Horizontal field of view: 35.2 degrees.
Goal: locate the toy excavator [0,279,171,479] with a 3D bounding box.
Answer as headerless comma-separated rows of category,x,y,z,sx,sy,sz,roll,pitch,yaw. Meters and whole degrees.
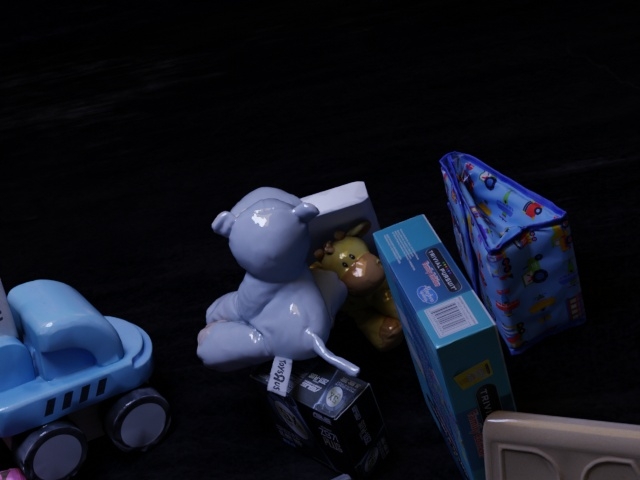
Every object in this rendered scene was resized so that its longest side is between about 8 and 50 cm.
toy excavator,-0.470,0.142,1.528,0.433,0.445,0.222,-18,30,-30

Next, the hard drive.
hard drive,0.000,0.000,1.700,0.203,0.307,0.040,-17,69,4

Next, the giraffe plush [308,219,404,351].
giraffe plush,0.068,0.056,1.641,0.210,0.170,0.181,12,63,30

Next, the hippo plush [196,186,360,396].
hippo plush,-0.091,0.055,1.451,0.234,0.236,0.294,-15,21,5

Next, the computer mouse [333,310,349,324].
computer mouse,0.111,0.100,1.729,0.242,0.041,0.071,-19,52,10

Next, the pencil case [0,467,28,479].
pencil case,-0.450,0.427,1.505,0.095,0.098,0.209,3,26,-31

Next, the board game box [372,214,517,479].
board game box,0.180,0.170,1.335,0.079,0.336,0.253,-21,35,-2

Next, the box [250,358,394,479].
box,0.002,0.252,1.475,0.180,0.147,0.077,20,51,41

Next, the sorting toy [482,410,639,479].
sorting toy,0.346,0.317,1.176,0.307,0.229,0.041,2,17,25

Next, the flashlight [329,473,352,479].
flashlight,-0.081,0.412,1.341,0.304,0.103,0.103,-26,35,-8

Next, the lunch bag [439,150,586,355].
lunch bag,0.281,-0.002,1.615,0.138,0.221,0.293,-24,36,-6
